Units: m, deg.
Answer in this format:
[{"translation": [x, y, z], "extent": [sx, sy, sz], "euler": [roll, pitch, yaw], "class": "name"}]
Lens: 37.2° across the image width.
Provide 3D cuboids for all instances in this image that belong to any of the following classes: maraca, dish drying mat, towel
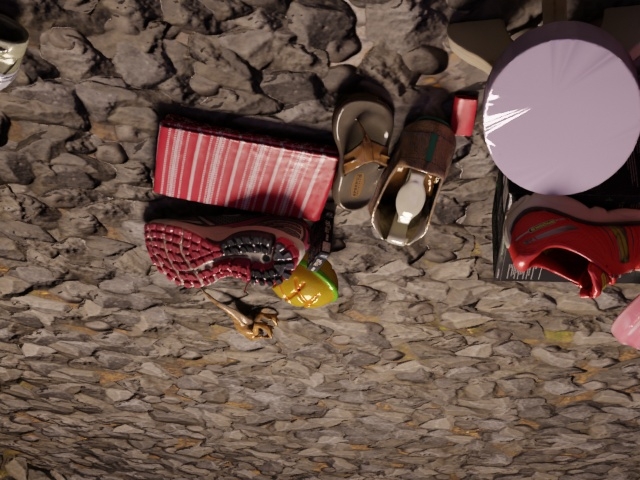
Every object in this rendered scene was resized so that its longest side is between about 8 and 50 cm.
[{"translation": [-0.050, 0.055, 1.652], "extent": [0.185, 0.099, 0.127], "euler": [25, 152, 18], "class": "maraca"}, {"translation": [0.196, -0.171, 1.310], "extent": [0.032, 0.008, 0.083], "euler": [4, 151, 5], "class": "dish drying mat"}, {"translation": [-0.111, -0.105, 1.444], "extent": [0.274, 0.031, 0.199], "euler": [10, 149, -8], "class": "towel"}]

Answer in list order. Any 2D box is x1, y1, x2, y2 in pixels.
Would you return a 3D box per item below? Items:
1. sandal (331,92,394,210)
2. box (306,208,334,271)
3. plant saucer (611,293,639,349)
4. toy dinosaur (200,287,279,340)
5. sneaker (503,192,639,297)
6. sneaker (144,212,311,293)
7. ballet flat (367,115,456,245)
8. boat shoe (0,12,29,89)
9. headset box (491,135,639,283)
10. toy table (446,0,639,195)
[{"translation": [0.057, -0.114, 1.341], "extent": [0.090, 0.060, 0.219], "euler": [-5, 136, -14], "class": "sandal"}, {"translation": [0.000, 0.000, 1.556], "extent": [0.018, 0.083, 0.067], "euler": [15, 148, -15], "class": "box"}, {"translation": [0.597, 0.071, 1.430], "extent": [0.332, 0.084, 0.332], "euler": [-27, 157, -13], "class": "plant saucer"}, {"translation": [-0.147, 0.164, 1.879], "extent": [0.112, 0.064, 0.211], "euler": [-5, 148, 18], "class": "toy dinosaur"}, {"translation": [0.371, 0.025, 1.252], "extent": [0.279, 0.118, 0.107], "euler": [10, 149, -8], "class": "sneaker"}, {"translation": [-0.158, 0.010, 1.579], "extent": [0.299, 0.112, 0.121], "euler": [6, 121, 23], "class": "sneaker"}, {"translation": [0.124, -0.057, 1.417], "extent": [0.107, 0.106, 0.316], "euler": [11, 150, 2], "class": "ballet flat"}, {"translation": [-0.504, -0.278, 1.154], "extent": [0.302, 0.109, 0.094], "euler": [16, 134, -36], "class": "boat shoe"}, {"translation": [0.398, -0.050, 1.367], "extent": [0.283, 0.131, 0.246], "euler": [1, 149, 6], "class": "headset box"}, {"translation": [0.274, -0.195, 1.108], "extent": [0.252, 0.161, 0.274], "euler": [3, 149, 3], "class": "toy table"}]
